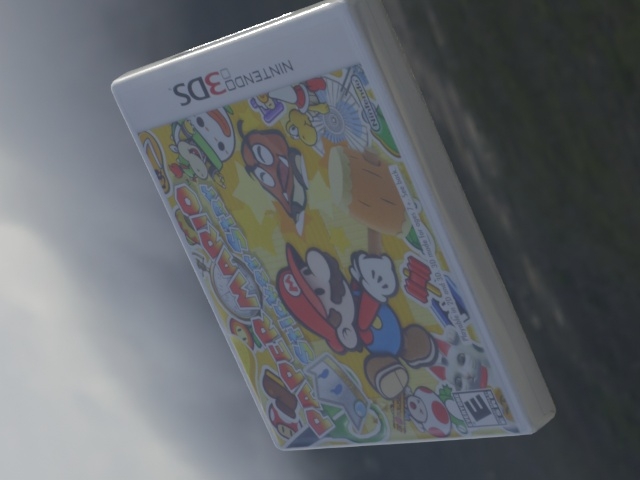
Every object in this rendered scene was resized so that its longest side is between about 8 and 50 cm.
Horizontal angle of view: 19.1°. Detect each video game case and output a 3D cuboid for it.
[{"bbox_3d":[0.000,0.000,0.966,0.206,0.026,0.227,-12,106,51],"label":"video game case"}]
